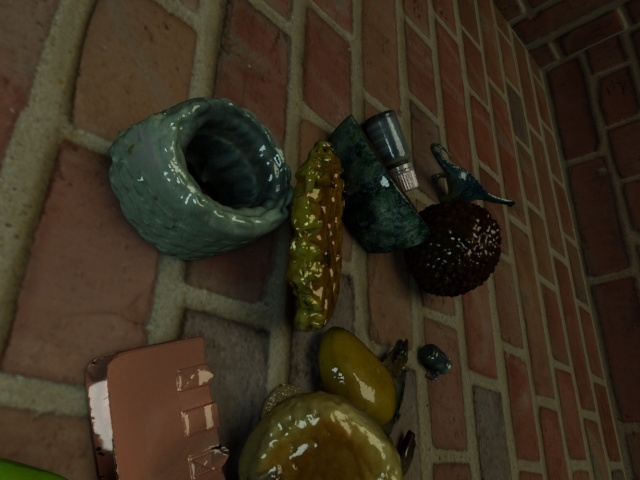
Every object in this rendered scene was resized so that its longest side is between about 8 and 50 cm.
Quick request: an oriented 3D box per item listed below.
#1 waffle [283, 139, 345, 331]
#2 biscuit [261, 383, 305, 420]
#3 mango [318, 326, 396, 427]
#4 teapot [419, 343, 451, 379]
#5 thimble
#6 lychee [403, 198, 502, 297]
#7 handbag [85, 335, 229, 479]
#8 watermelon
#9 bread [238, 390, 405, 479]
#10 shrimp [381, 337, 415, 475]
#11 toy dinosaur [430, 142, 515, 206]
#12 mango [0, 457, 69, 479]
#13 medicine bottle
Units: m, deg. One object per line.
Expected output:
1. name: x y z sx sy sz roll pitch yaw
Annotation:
1. waffle: 0.000 0.000 0.847 0.302 0.068 0.325 -59 150 -75
2. biscuit: -0.051 0.292 0.833 0.120 0.015 0.120 24 57 -43
3. mango: 0.060 0.246 0.926 0.137 0.098 0.195 -15 73 -53
4. teapot: 0.266 0.282 1.194 0.083 0.049 0.064 42 46 -31
5. thimble: -0.165 -0.087 0.734 0.250 0.171 0.205 34 52 -40
6. lychee: 0.313 0.017 1.216 0.235 0.271 0.236 1 82 -8
7. handbag: -0.197 0.237 0.646 0.157 0.059 0.213 -3 78 -50
8. watermelon: 0.107 -0.111 1.141 0.319 0.148 0.226 59 19 8
9. bread: -0.005 0.336 0.731 0.134 0.244 0.245 136 -64 -86
10. shrimp: 0.153 0.345 1.031 0.169 0.058 0.296 53 46 -29
11. toy dinosaur: 0.401 -0.161 1.482 0.362 0.147 0.077 31 50 -30
12. mango: -0.311 0.259 0.457 0.232 0.111 0.125 35 43 -38
13. medicine bottle: 0.180 -0.215 1.278 0.083 0.083 0.203 -22 90 -52
